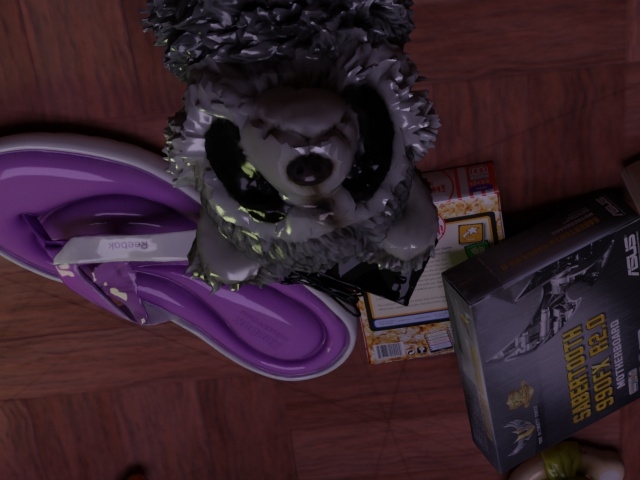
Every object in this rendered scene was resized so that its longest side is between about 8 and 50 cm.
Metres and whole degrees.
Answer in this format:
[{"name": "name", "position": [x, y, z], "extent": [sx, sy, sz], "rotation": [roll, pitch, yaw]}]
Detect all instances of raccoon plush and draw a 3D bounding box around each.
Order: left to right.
[{"name": "raccoon plush", "position": [0.006, -0.167, 1.303], "extent": [0.216, 0.446, 0.299], "rotation": [-2, 117, 18]}]

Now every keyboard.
[{"name": "keyboard", "position": [0.000, 0.000, 1.727], "extent": [0.192, 0.038, 0.100], "rotation": [22, 106, -16]}]

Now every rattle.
[{"name": "rattle", "position": [0.250, 0.314, 2.012], "extent": [0.130, 0.143, 0.200], "rotation": [2, 128, -31]}]

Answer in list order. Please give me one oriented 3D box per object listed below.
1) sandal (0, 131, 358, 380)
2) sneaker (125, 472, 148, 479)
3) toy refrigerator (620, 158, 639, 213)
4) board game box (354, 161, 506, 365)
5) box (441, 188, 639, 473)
[{"name": "sandal", "position": [-0.136, 0.027, 1.741], "extent": [0.416, 0.102, 0.169], "rotation": [24, 126, -24]}, {"name": "sneaker", "position": [-0.229, 0.299, 2.009], "extent": [0.067, 0.064, 0.175], "rotation": [28, 122, -14]}, {"name": "toy refrigerator", "position": [0.378, 0.022, 1.786], "extent": [0.102, 0.094, 0.269], "rotation": [-29, 129, 12]}, {"name": "board game box", "position": [0.100, 0.024, 1.795], "extent": [0.146, 0.045, 0.193], "rotation": [-9, 132, 4]}, {"name": "box", "position": [0.215, 0.086, 1.807], "extent": [0.183, 0.056, 0.231], "rotation": [-26, 133, -15]}]
